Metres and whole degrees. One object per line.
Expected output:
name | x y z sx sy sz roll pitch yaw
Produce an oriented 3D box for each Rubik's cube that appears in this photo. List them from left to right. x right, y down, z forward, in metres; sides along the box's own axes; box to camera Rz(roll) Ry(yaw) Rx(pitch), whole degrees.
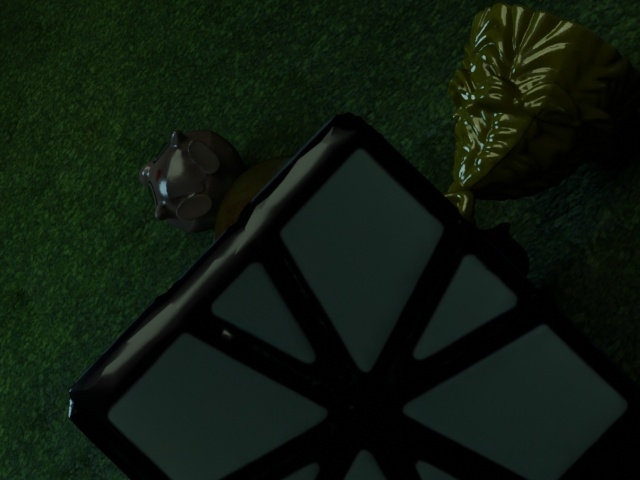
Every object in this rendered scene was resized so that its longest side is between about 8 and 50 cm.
Rubik's cube | 0.029 0.103 1.139 0.293 0.288 0.283 -47 -1 2

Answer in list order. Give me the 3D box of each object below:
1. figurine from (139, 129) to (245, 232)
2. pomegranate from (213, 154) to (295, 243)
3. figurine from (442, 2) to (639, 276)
figurine | -0.149 -0.071 1.833 0.125 0.125 0.138 -57 13 -1
pomegranate | 0.000 0.000 1.537 0.210 0.180 0.180 -10 42 4
figurine | 0.133 -0.027 1.344 0.187 0.168 0.315 17 75 57
